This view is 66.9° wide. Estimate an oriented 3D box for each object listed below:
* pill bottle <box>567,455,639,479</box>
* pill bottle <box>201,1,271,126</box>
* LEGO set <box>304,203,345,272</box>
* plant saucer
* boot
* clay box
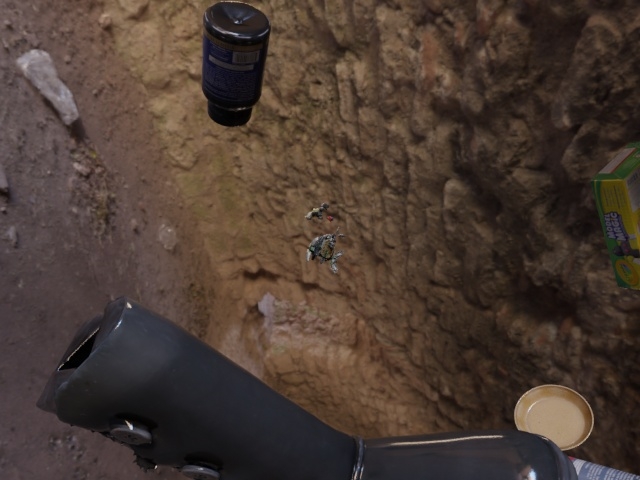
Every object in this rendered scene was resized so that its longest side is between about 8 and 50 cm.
[{"bbox_3d":[0.423,0.378,0.672,0.108,0.180,0.107,2,88,-47],"label":"pill bottle"},{"bbox_3d":[-0.171,-0.337,0.953,0.219,0.123,0.122,111,-23,-51],"label":"pill bottle"},{"bbox_3d":[0.002,-0.002,0.535,0.024,0.054,0.083,20,-62,48],"label":"LEGO set"},{"bbox_3d":[0.271,0.208,0.562,0.083,0.084,0.015,-97,160,-56],"label":"plant saucer"},{"bbox_3d":[-0.026,0.192,0.498,0.445,0.367,0.146,42,34,-17],"label":"boot"},{"bbox_3d":[0.492,-0.025,0.742,0.053,0.128,0.221,10,-49,57],"label":"clay box"}]
